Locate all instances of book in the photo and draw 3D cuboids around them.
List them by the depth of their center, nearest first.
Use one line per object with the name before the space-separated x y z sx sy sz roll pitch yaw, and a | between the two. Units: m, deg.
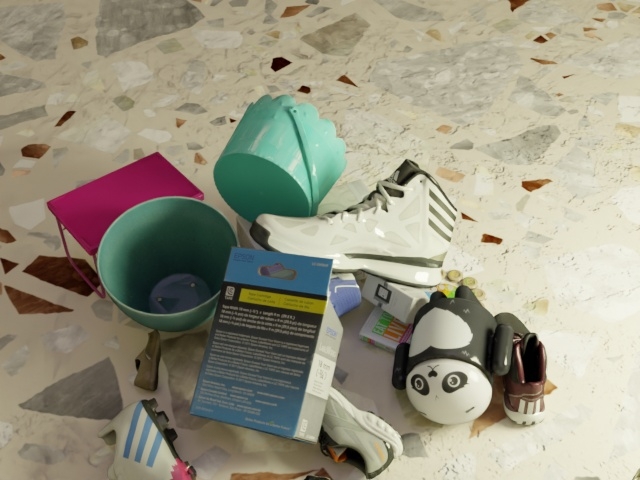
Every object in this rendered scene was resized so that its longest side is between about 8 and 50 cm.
book | 0.166 0.199 1.952 0.144 0.035 0.096 20 49 20

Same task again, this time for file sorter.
file sorter | -0.434 -0.031 2.108 0.290 0.182 0.202 -29 50 -27

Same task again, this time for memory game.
memory game | 0.277 0.126 2.042 0.186 0.012 0.186 -1 42 1

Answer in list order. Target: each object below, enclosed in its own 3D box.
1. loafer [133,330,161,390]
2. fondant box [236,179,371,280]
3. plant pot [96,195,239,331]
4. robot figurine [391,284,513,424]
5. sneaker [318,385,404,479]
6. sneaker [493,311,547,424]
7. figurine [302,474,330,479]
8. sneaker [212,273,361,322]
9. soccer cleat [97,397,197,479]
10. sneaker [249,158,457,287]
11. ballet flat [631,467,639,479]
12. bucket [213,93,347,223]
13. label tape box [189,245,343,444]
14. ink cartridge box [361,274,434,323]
loafer | -0.357 0.244 1.892 0.050 0.056 0.148 2 41 -6
fondant box | 0.000 0.000 2.129 0.330 0.096 0.238 -18 44 -17
plant pot | -0.308 0.080 1.944 0.290 0.195 0.290 0 56 1
robot figurine | 0.257 0.223 1.799 0.173 0.209 0.278 20 50 -8
sneaker | 0.022 0.351 1.734 0.271 0.100 0.108 27 54 28
sneaker | 0.405 0.212 1.827 0.106 0.163 0.281 -4 42 -2
figurine | 0.043 0.509 1.528 0.214 0.092 0.209 1 36 17
sneaker | -0.051 0.197 1.902 0.315 0.127 0.182 -19 48 -9
soccer cleat | -0.299 0.433 1.656 0.143 0.116 0.331 -32 46 -9
sneaker | 0.083 -0.065 1.916 0.447 0.258 0.169 10 15 -23
ballet flat | 0.550 0.479 1.596 0.072 0.068 0.213 18 45 20
bucket | -0.093 -0.164 2.051 0.281 0.281 0.183 16 53 18
label tape box | -0.090 0.195 1.745 0.240 0.106 0.334 7 76 29
ink cartridge box | 0.165 0.115 1.978 0.104 0.060 0.180 3 19 -42
